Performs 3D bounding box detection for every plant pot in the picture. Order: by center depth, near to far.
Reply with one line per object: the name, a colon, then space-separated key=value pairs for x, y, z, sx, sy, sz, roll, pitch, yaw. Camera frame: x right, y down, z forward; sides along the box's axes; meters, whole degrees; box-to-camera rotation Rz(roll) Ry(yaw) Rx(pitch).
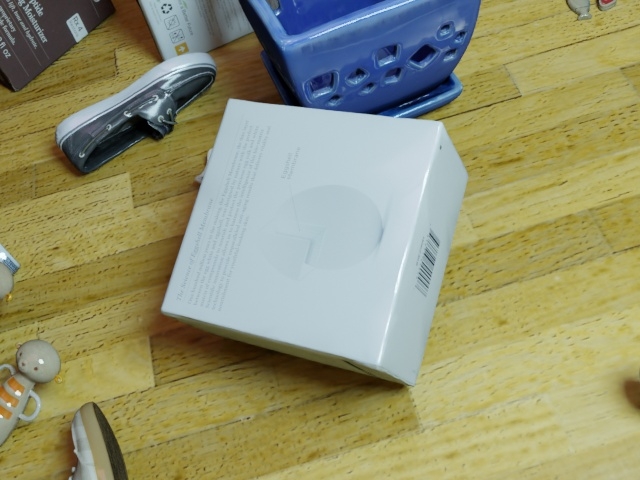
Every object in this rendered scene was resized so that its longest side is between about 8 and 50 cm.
plant pot: x=0.037 y=-0.254 z=0.939 sx=0.236 sy=0.212 sz=0.236 roll=-22 pitch=54 yaw=-6

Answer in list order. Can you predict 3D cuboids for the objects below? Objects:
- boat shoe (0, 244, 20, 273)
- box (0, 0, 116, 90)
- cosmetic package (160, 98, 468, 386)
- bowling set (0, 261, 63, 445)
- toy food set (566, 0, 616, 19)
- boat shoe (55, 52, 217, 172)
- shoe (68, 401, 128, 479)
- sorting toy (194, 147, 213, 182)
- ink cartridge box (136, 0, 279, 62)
boat shoe: x=-0.443 y=0.003 z=0.940 sx=0.183 sy=0.065 sz=0.083 roll=36 pitch=69 yaw=29
box: x=-0.447 y=-0.361 z=1.136 sx=0.167 sy=0.168 sz=0.203 roll=30 pitch=66 yaw=29
cosmetic package: x=0.000 y=0.000 z=0.764 sx=0.224 sy=0.138 sz=0.224 roll=12 pitch=78 yaw=24
bowling set: x=-0.401 y=0.071 z=0.770 sx=0.287 sy=0.200 sz=0.154 roll=38 pitch=91 yaw=19
toy food set: x=0.362 y=-0.349 z=1.062 sx=0.078 sy=0.019 sz=0.122 roll=-14 pitch=54 yaw=1
boat shoe: x=-0.225 y=-0.159 z=1.012 sx=0.228 sy=0.080 sz=0.076 roll=-29 pitch=72 yaw=-14
shoe: x=-0.204 y=0.247 z=0.712 sx=0.058 sy=0.076 sz=0.219 roll=-18 pitch=55 yaw=-8
sorting toy: x=-0.113 y=-0.089 z=0.959 sx=0.075 sy=0.045 sz=0.083 roll=6 pitch=57 yaw=24
ink cartridge box: x=-0.076 y=-0.386 z=1.077 sx=0.371 sy=0.176 sz=0.069 roll=-24 pitch=53 yaw=-6
